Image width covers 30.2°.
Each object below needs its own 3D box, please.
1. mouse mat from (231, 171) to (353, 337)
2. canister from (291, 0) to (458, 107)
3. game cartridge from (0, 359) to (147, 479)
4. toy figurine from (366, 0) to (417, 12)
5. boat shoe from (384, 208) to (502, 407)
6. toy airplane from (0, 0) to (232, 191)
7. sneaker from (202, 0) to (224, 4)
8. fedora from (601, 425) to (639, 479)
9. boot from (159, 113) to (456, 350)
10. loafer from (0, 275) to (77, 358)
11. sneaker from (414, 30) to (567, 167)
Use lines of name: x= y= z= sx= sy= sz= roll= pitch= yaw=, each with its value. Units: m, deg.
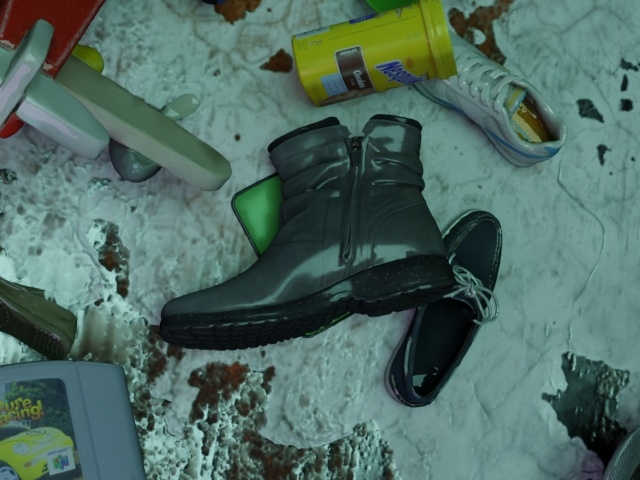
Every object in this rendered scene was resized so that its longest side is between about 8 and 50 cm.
mouse mat: x=0.000 y=0.000 z=1.381 sx=0.153 sy=0.007 sz=0.189 roll=-28 pitch=94 yaw=-17
canister: x=0.062 y=-0.209 z=1.331 sx=0.170 sy=0.126 sz=0.073 roll=-13 pitch=78 yaw=8
game cartridge: x=-0.319 y=0.225 z=1.196 sx=0.294 sy=0.060 sz=0.196 roll=-11 pitch=83 yaw=-36
toy figurine: x=0.128 y=-0.331 z=1.400 sx=0.159 sy=0.173 sz=0.130 roll=-7 pitch=107 yaw=-37
boat shoe: x=0.152 y=0.075 z=1.379 sx=0.095 sy=0.079 sz=0.254 roll=33 pitch=76 yaw=-9
toy airplane: x=-0.300 y=-0.191 z=1.177 sx=0.384 sy=0.272 sz=0.386 roll=-14 pitch=73 yaw=-49
sneaker: x=-0.045 y=-0.406 z=1.346 sx=0.147 sy=0.130 sz=0.330 roll=28 pitch=77 yaw=-9
fedora: x=0.412 y=0.318 z=1.407 sx=0.244 sy=0.124 sz=0.275 roll=-15 pitch=97 yaw=-15
boot: x=-0.030 y=-0.011 z=1.324 sx=0.338 sy=0.118 sz=0.222 roll=-12 pitch=74 yaw=-11
loafer: x=-0.322 y=0.071 z=1.257 sx=0.148 sy=0.056 sz=0.050 roll=36 pitch=39 yaw=-3
sneaker: x=0.199 y=-0.181 z=1.413 sx=0.229 sy=0.092 sz=0.087 roll=36 pitch=77 yaw=-9
